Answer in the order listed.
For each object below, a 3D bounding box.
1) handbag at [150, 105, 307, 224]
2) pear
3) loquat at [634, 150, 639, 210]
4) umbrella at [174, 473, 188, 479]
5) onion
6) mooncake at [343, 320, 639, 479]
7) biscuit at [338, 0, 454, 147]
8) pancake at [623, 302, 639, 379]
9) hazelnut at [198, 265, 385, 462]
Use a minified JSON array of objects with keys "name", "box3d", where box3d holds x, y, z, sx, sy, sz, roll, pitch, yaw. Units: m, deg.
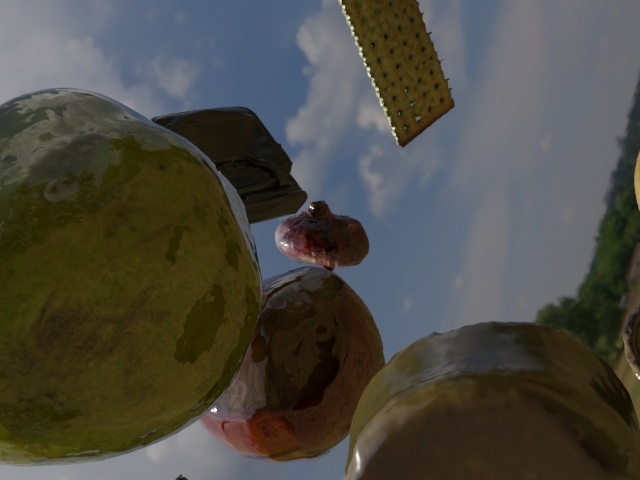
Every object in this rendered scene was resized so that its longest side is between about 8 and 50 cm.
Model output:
[{"name":"handbag","box3d":[-0.172,-0.127,1.558,0.275,0.244,0.088,-12,-31,-45]},{"name":"pear","box3d":[-0.210,0.039,0.683,0.375,0.287,0.287,-17,-53,-42]},{"name":"loquat","box3d":[0.448,-0.075,0.954,0.244,0.244,0.244,18,-90,-72]},{"name":"umbrella","box3d":[-0.239,0.407,1.486,0.020,0.031,0.083,60,-166,-6]},{"name":"onion","box3d":[0.000,0.000,1.949,0.098,0.206,0.151,-74,-17,-60]},{"name":"mooncake","box3d":[0.229,0.307,1.205,0.246,0.394,0.393,-76,-11,-69]},{"name":"biscuit","box3d":[0.103,-0.255,1.201,0.139,0.016,0.231,-39,-67,-34]},{"name":"pancake","box3d":[0.564,0.157,1.391,0.199,0.199,0.021,-64,-25,-24]},{"name":"hazelnut","box3d":[-0.065,0.224,1.555,0.366,0.366,0.365,18,-90,-72]}]
